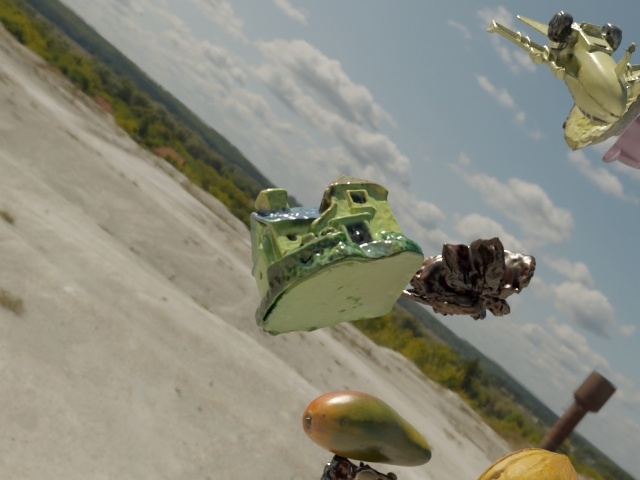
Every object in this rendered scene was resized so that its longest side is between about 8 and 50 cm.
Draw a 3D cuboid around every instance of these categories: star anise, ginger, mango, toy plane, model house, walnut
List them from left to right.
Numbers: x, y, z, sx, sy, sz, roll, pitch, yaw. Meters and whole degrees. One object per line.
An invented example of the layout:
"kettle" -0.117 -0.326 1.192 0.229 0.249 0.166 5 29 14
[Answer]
"model house" 0.000 0.000 0.970 0.195 0.214 0.189 107 -31 -53
"mango" 0.091 0.379 1.407 0.289 0.146 0.129 35 47 -34
"star anise" 0.265 0.081 1.242 0.190 0.220 0.126 13 52 -30
"walnut" 0.264 0.351 0.916 0.144 0.180 0.144 40 8 -7
"toy plane" 0.344 -0.234 0.924 0.241 0.104 0.256 12 28 -13
"ginger" 0.535 -0.224 1.333 0.115 0.193 0.123 38 -9 41

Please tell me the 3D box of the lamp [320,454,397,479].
"lamp" 0.120 0.513 1.392 0.253 0.118 0.118 20 -8 28

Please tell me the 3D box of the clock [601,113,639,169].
"clock" 0.510 -0.153 1.104 0.050 0.110 0.152 49 33 21
